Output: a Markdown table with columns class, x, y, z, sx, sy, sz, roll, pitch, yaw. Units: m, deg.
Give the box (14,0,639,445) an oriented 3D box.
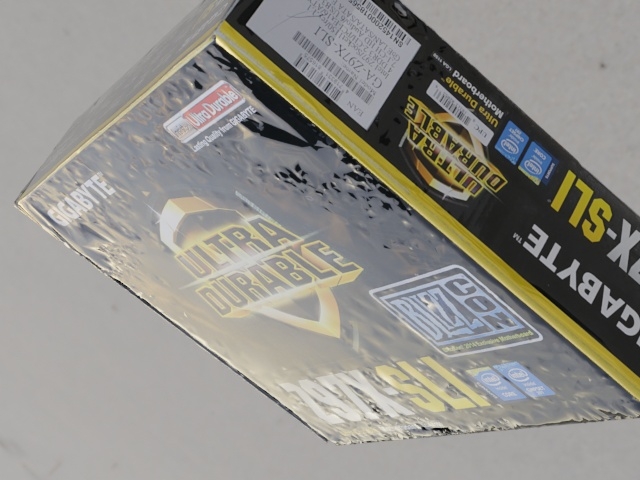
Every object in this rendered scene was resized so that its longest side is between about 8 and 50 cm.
| class | x | y | z | sx | sy | sz | roll | pitch | yaw |
| --- | --- | --- | --- | --- | --- | --- | --- | --- | --- |
| box | 0.000 | 0.000 | 0.675 | 0.257 | 0.079 | 0.322 | 38 | 155 | -16 |
